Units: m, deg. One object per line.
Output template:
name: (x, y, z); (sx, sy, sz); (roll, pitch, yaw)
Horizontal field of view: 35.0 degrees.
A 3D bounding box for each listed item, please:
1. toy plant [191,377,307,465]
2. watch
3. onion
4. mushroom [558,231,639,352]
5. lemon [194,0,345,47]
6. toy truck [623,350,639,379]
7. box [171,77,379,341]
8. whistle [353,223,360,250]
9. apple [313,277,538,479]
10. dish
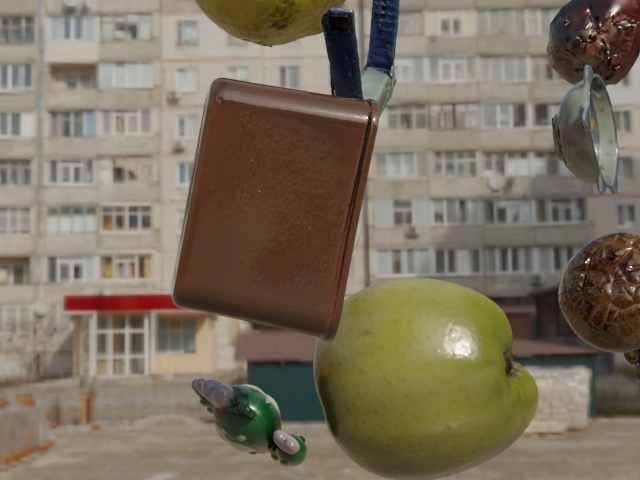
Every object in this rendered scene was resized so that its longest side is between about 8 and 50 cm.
toy plant: (-0.131, 0.328, 1.852); (0.232, 0.113, 0.243); (39, -16, -10)
watch: (0.080, -0.343, 1.633); (0.068, 0.276, 0.275); (12, -36, 20)
onion: (0.674, -0.500, 2.439); (0.221, 0.281, 0.281); (37, 2, 11)
mushroom: (0.593, 0.101, 1.995); (0.253, 0.253, 0.153); (-4, -23, 26)
lemon: (-0.100, -0.560, 1.936); (0.349, 0.387, 0.350); (-38, -1, -1)
toy truck: (0.734, 0.254, 2.019); (0.124, 0.272, 0.157); (-10, -37, -24)
box: (-0.075, -0.052, 1.453); (0.229, 0.340, 0.239); (11, 2, -9)
whistle: (0.000, 0.000, 1.826); (0.067, 0.126, 0.258); (40, -5, -17)
apple: (0.181, 0.249, 1.782); (0.360, 0.312, 0.320); (-16, -32, 21)
dish: (0.468, -0.191, 1.830); (0.086, 0.236, 0.228); (-8, 3, 29)
